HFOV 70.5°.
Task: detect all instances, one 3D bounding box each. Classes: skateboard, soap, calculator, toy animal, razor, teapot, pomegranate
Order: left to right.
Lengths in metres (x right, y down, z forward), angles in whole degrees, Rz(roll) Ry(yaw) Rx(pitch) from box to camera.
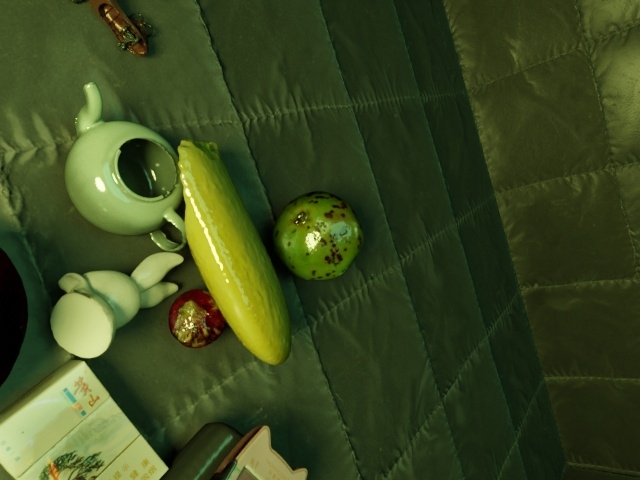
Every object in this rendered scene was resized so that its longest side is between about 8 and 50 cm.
[{"bbox_3d":[-0.371,-0.414,0.832,0.151,0.067,0.080,51,37,-35],"label":"skateboard"},{"bbox_3d":[-0.329,0.084,0.738,0.221,0.130,0.104,-54,153,-68],"label":"toy animal"},{"bbox_3d":[-0.316,-0.105,0.759,0.193,0.129,0.295,-49,117,-42],"label":"teapot"},{"bbox_3d":[-0.219,0.486,0.742,0.205,0.113,0.349,60,41,-25],"label":"razor"},{"bbox_3d":[-0.142,0.481,0.719,0.330,0.048,0.220,-57,131,-39],"label":"calculator"},{"bbox_3d":[-0.160,0.029,0.835,0.115,0.306,0.428,-25,97,-5],"label":"soap"},{"bbox_3d":[0.000,0.000,1.058,0.263,0.210,0.211,54,40,-61],"label":"pomegranate"}]

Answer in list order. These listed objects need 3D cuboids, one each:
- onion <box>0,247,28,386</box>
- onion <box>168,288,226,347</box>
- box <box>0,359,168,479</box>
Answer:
[{"bbox_3d":[-0.433,0.104,0.478,0.273,0.284,0.273,2,90,-68],"label":"onion"},{"bbox_3d":[-0.227,0.144,0.835,0.107,0.097,0.107,3,76,-11],"label":"onion"},{"bbox_3d":[-0.354,0.312,0.665,0.149,0.067,0.233,-46,115,-44],"label":"box"}]
